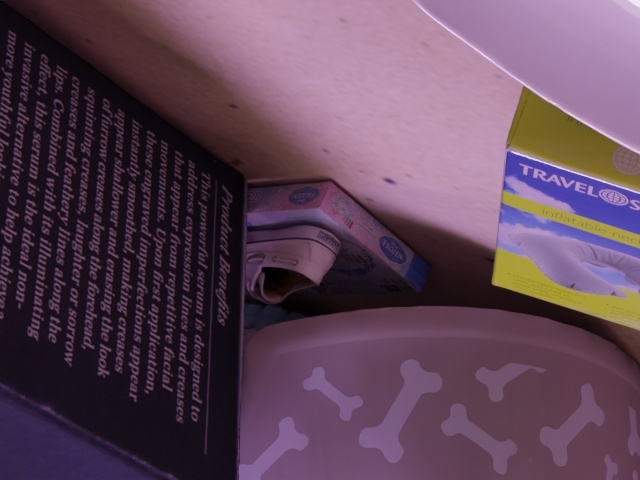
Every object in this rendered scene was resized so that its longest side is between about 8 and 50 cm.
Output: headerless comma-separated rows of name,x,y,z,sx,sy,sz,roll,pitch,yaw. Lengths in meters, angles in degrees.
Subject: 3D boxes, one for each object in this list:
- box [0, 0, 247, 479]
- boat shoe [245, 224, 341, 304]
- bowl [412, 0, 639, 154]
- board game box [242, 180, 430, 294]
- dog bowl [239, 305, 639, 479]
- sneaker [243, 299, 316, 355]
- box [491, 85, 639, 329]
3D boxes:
box,-0.267,0.013,0.961,0.293,0.212,0.395,-20,142,30
boat shoe,-0.027,0.017,1.075,0.035,0.035,0.100,36,154,-29
bowl,0.111,-0.098,0.694,0.142,0.053,0.142,34,157,-3
board game box,0.000,0.000,1.087,0.090,0.020,0.090,-2,148,46
dog bowl,0.031,0.165,1.140,0.348,0.102,0.349,-6,150,-3
sneaker,-0.052,0.137,1.316,0.110,0.122,0.283,21,158,5
box,0.138,-0.013,0.899,0.109,0.042,0.178,17,159,10
